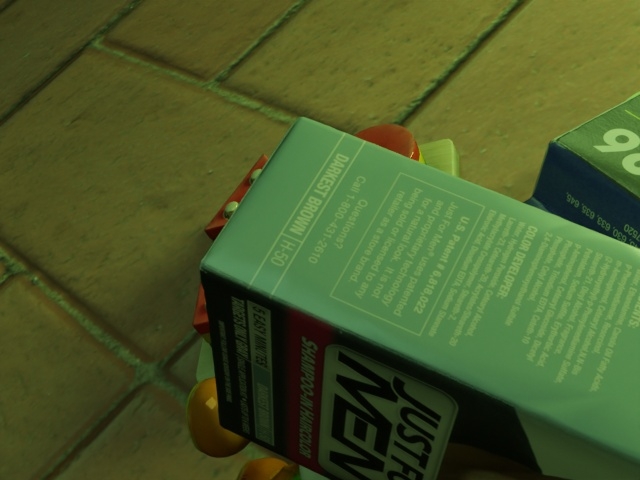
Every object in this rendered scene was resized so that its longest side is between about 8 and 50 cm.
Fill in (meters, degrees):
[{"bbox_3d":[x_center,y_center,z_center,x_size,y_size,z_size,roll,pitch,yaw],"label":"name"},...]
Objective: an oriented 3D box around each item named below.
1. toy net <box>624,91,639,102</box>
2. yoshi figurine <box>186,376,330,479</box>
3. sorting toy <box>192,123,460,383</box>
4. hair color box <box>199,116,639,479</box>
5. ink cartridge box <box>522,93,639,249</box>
[{"bbox_3d":[0.389,-0.120,0.927,0.232,0.045,0.122,-25,40,7],"label":"toy net"},{"bbox_3d":[0.073,0.179,0.723,0.362,0.203,0.203,-2,64,27],"label":"yoshi figurine"},{"bbox_3d":[0.000,0.000,1.008,0.257,0.089,0.255,-14,43,20],"label":"sorting toy"},{"bbox_3d":[0.129,0.095,0.549,0.374,0.185,0.114,23,58,13],"label":"hair color box"},{"bbox_3d":[0.319,-0.009,0.759,0.307,0.072,0.303,-27,48,-21],"label":"ink cartridge box"}]
